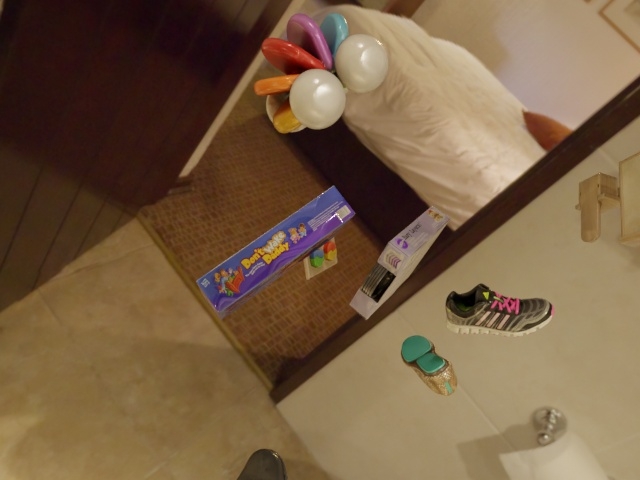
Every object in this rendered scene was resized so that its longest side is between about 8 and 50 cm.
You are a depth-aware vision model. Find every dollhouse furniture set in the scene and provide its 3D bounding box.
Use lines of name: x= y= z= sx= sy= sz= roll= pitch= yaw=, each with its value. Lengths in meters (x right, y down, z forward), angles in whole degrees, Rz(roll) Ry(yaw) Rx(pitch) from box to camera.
dollhouse furniture set: x=0.751 y=-0.042 z=0.983 sx=0.355 sy=0.303 sz=0.174 roll=15 pitch=71 yaw=-14

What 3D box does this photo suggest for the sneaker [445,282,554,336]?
sneaker: x=0.274 y=0.106 z=0.800 sx=0.075 sy=0.170 sz=0.063 roll=64 pitch=35 yaw=-28

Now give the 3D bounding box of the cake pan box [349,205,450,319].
cake pan box: x=0.204 y=0.058 z=1.308 sx=0.070 sy=0.245 sz=0.267 roll=38 pitch=42 yaw=15

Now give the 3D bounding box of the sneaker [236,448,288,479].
sneaker: x=-0.153 y=0.476 z=0.835 sx=0.146 sy=0.122 sz=0.330 roll=47 pitch=31 yaw=-20

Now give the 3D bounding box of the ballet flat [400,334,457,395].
ballet flat: x=0.203 y=0.239 z=0.958 sx=0.067 sy=0.073 sz=0.206 roll=61 pitch=1 yaw=-7

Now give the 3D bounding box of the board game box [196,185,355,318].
board game box: x=-0.103 y=0.036 z=1.128 sx=0.347 sy=0.233 sz=0.078 roll=-36 pitch=86 yaw=-16

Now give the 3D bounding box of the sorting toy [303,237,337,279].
sorting toy: x=0.000 y=0.000 z=1.536 sx=0.208 sy=0.038 sz=0.193 roll=-28 pitch=112 yaw=-60

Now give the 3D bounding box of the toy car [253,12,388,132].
toy car: x=-0.012 y=-0.237 z=0.695 sx=0.136 sy=0.182 sz=0.159 roll=54 pitch=-14 yaw=-21
